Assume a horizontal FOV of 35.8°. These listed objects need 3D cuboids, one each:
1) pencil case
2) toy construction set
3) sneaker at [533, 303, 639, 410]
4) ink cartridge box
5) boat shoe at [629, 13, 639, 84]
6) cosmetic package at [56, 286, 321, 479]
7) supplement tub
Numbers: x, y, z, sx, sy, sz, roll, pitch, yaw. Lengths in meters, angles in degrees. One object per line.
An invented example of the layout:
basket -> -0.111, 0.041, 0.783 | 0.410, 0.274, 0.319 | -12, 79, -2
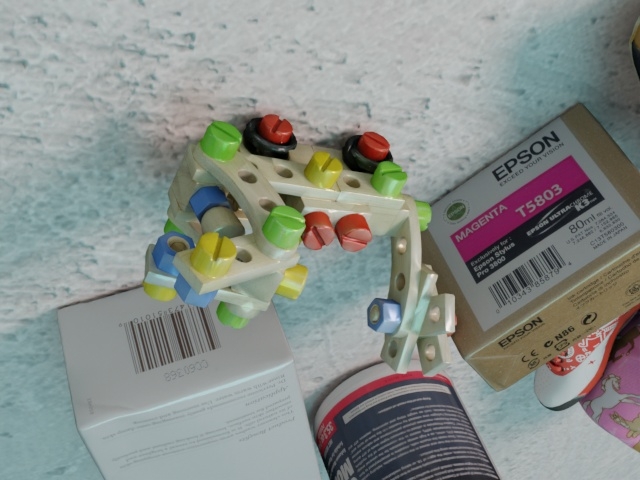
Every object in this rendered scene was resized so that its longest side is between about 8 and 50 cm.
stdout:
pencil case -> 0.468, 0.086, 1.202 | 0.160, 0.167, 0.386 | -11, 141, -45
toy construction set -> 0.000, 0.000, 0.858 | 0.328, 0.215, 0.151 | 21, 123, -37
sneaker -> 0.296, 0.093, 1.191 | 0.145, 0.090, 0.270 | 10, 125, -31
ink cartridge box -> 0.218, 0.004, 0.981 | 0.235, 0.193, 0.088 | -36, 134, 12
boat shoe -> 0.442, -0.016, 0.950 | 0.187, 0.156, 0.500 | -21, 116, 30
cosmetic package -> -0.121, 0.215, 1.074 | 0.217, 0.156, 0.385 | -16, 139, -9
supplement tub -> 0.116, 0.296, 1.174 | 0.191, 0.272, 0.191 | -13, 137, -12
